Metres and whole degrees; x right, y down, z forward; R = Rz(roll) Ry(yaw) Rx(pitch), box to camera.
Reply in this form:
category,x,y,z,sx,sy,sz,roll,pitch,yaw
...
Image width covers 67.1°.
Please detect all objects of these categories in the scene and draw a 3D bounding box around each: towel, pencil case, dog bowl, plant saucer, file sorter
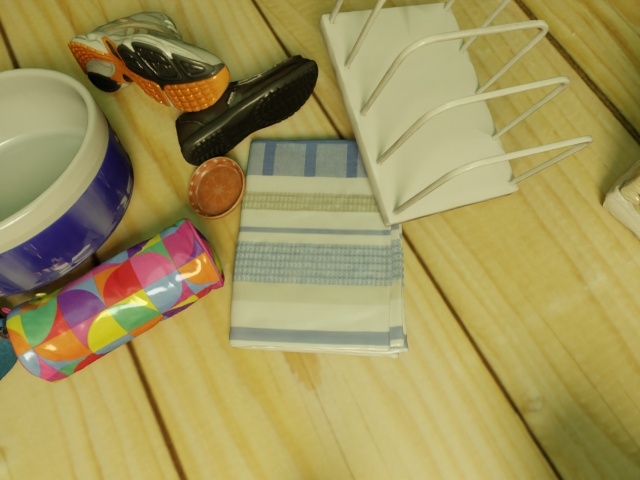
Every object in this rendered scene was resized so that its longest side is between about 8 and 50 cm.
category,x,y,z,sx,sy,sz,roll,pitch,yaw
towel,0.000,0.000,0.602,0.209,0.034,0.285,1,69,3
pencil case,-0.229,0.062,0.546,0.236,0.104,0.104,-28,73,-11
dog bowl,-0.362,-0.072,0.557,0.264,0.104,0.265,-4,57,6
plant saucer,-0.133,-0.067,0.624,0.083,0.013,0.084,-5,74,19
file sorter,0.146,-0.186,0.550,0.192,0.173,0.278,-15,82,-18

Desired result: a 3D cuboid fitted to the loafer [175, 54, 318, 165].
category,x,y,z,sx,sy,sz,roll,pitch,yaw
loafer,-0.102,-0.189,0.642,0.220,0.080,0.078,-34,74,-11

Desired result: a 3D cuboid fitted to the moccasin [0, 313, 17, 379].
category,x,y,z,sx,sy,sz,roll,pitch,yaw
moccasin,-0.485,0.190,0.488,0.117,0.138,0.342,38,56,14

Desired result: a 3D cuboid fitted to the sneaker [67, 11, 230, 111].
category,x,y,z,sx,sy,sz,roll,pitch,yaw
sneaker,-0.211,-0.254,0.634,0.262,0.099,0.121,21,62,26

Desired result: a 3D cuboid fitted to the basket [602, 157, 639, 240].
category,x,y,z,sx,sy,sz,roll,pitch,yaw
basket,0.584,-0.076,0.507,0.331,0.266,0.328,-38,74,-14
